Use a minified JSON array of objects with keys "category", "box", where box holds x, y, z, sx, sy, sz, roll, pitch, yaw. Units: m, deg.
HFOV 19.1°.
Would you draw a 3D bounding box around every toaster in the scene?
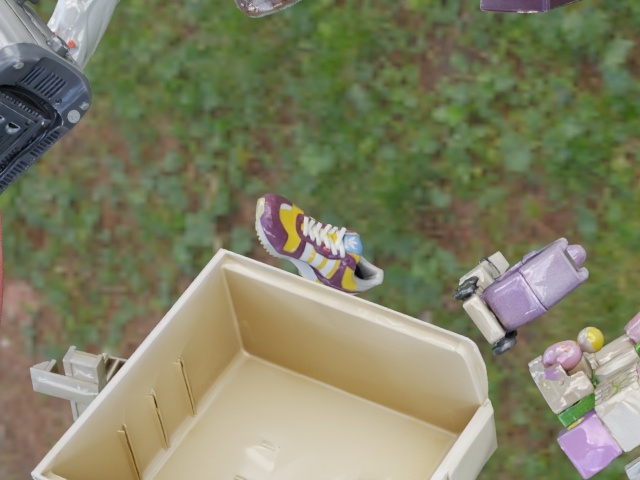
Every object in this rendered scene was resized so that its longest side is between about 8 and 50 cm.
[{"category":"toaster","box":[-0.318,-0.125,1.670,0.227,0.129,0.146,-42,52,14]}]

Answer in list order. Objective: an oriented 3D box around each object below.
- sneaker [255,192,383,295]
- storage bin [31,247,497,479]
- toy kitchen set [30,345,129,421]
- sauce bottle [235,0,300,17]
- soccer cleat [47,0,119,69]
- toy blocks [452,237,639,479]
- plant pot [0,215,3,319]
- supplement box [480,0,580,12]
[{"category":"sneaker","box":[0.000,0.000,2.127,0.084,0.185,0.070,-12,55,29]},{"category":"storage bin","box":[-0.034,0.170,1.490,0.260,0.262,0.123,19,141,27]},{"category":"toy kitchen set","box":[-0.219,0.113,1.748,0.068,0.075,0.083,12,136,14]},{"category":"sauce bottle","box":[-0.099,-0.367,1.664,0.111,0.111,0.344,-1,123,47]},{"category":"soccer cleat","box":[-0.239,-0.253,1.977,0.068,0.076,0.196,29,99,2]},{"category":"toy blocks","box":[0.316,0.078,1.656,0.260,0.288,0.309,-35,93,12]},{"category":"plant pot","box":[-0.355,-0.014,1.171,0.275,0.243,0.275,24,118,57]},{"category":"supplement box","box":[0.202,-0.315,1.783,0.080,0.104,0.188,8,111,39]}]
